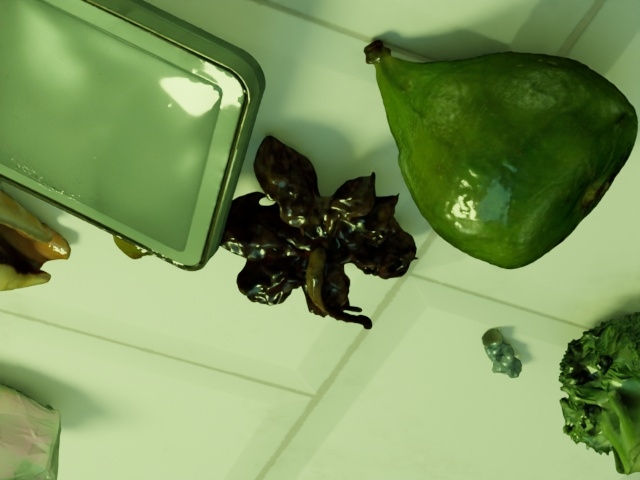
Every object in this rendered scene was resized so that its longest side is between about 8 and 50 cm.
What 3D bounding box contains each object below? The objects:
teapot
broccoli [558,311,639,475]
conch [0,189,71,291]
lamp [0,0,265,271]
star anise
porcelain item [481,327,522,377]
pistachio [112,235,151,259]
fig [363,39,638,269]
[{"bbox_3d":[-0.420,0.277,1.402,0.178,0.221,0.163,12,104,-14],"label":"teapot"},{"bbox_3d":[0.363,0.170,1.214,0.198,0.176,0.226,41,107,-19],"label":"broccoli"},{"bbox_3d":[-0.400,-0.018,1.153,0.158,0.127,0.255,-50,143,11],"label":"conch"},{"bbox_3d":[-0.195,-0.112,0.990,0.266,0.047,0.269,28,137,5],"label":"lamp"},{"bbox_3d":[0.000,0.000,1.098,0.220,0.126,0.190,18,114,-18],"label":"star anise"},{"bbox_3d":[0.218,0.139,1.304,0.036,0.028,0.083,2,143,31],"label":"porcelain item"},{"bbox_3d":[-0.154,-0.036,1.131,0.089,0.049,0.173,43,133,-6],"label":"pistachio"},{"bbox_3d":[0.140,-0.098,0.974,0.235,0.203,0.203,39,145,23],"label":"fig"}]
